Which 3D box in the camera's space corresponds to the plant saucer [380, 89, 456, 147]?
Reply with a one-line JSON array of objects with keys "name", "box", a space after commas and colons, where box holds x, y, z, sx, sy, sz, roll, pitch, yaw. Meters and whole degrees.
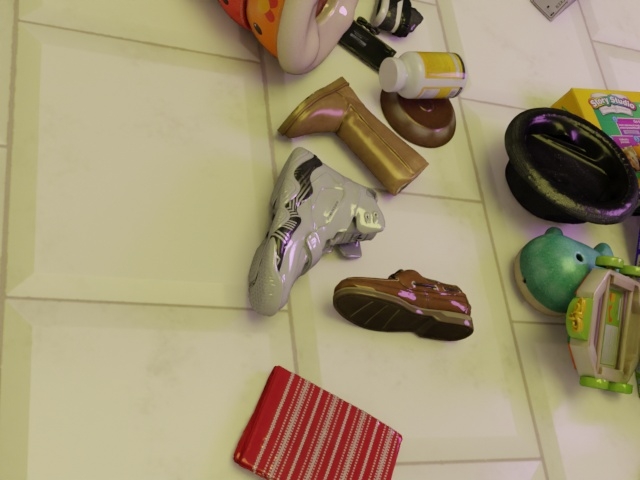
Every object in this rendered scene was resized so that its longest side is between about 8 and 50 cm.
[{"name": "plant saucer", "box": [0.231, -0.303, 1.917, 0.199, 0.036, 0.198, 12, 58, -21]}]

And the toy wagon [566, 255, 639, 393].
[{"name": "toy wagon", "box": [0.574, 0.167, 1.708, 0.344, 0.068, 0.267, 17, 80, -45]}]

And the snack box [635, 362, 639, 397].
[{"name": "snack box", "box": [0.742, 0.223, 1.770, 0.070, 0.207, 0.174, 9, 60, -9]}]

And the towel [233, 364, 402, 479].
[{"name": "towel", "box": [0.002, 0.355, 1.443, 0.275, 0.031, 0.199, 31, 52, -10]}]

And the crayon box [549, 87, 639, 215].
[{"name": "crayon box", "box": [0.785, -0.221, 2.104, 0.363, 0.106, 0.313, -2, 63, -26]}]

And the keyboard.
[{"name": "keyboard", "box": [0.091, -0.470, 1.948, 0.180, 0.023, 0.108, 36, 60, -6]}]

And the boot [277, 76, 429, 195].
[{"name": "boot", "box": [0.074, -0.199, 1.750, 0.269, 0.089, 0.236, 47, 54, 2]}]

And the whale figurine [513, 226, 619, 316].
[{"name": "whale figurine", "box": [0.552, 0.058, 1.808, 0.272, 0.141, 0.216, -7, 67, -26]}]

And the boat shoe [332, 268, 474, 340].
[{"name": "boat shoe", "box": [0.154, 0.113, 1.613, 0.307, 0.111, 0.104, 18, 53, -29]}]

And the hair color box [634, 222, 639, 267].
[{"name": "hair color box", "box": [0.848, -0.074, 1.952, 0.185, 0.110, 0.338, 2, 98, -26]}]

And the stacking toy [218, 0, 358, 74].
[{"name": "stacking toy", "box": [-0.164, -0.590, 1.770, 0.480, 0.350, 0.350, 27, 53, 12]}]

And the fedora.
[{"name": "fedora", "box": [0.543, -0.141, 1.906, 0.334, 0.152, 0.334, 10, 56, -15]}]

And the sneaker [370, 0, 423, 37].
[{"name": "sneaker", "box": [0.197, -0.573, 2.031, 0.121, 0.079, 0.217, 27, 60, -18]}]

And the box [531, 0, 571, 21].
[{"name": "box", "box": [0.719, -0.737, 2.317, 0.087, 0.169, 0.290, 46, 54, 3]}]

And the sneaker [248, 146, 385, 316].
[{"name": "sneaker", "box": [0.000, 0.000, 1.569, 0.210, 0.137, 0.365, 21, 53, -11]}]

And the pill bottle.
[{"name": "pill bottle", "box": [0.225, -0.365, 1.860, 0.184, 0.103, 0.103, -5, 66, -29]}]
